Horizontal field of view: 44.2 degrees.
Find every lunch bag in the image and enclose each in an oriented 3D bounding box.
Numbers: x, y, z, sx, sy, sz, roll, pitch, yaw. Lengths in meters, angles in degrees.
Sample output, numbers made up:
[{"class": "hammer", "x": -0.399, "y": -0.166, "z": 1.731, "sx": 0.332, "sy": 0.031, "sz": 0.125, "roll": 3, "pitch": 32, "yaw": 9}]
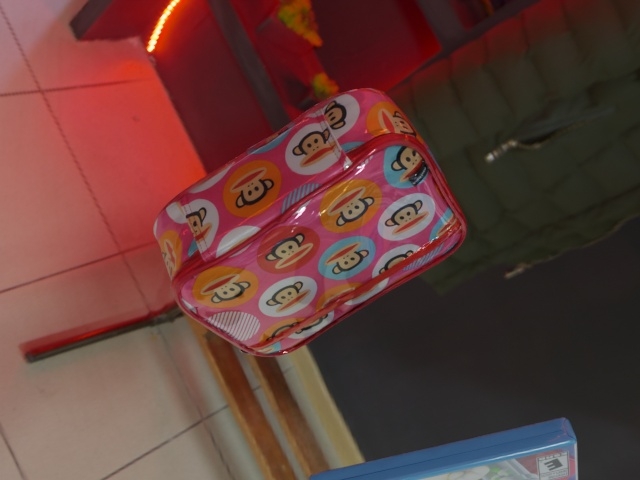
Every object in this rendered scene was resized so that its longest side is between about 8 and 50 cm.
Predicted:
[{"class": "lunch bag", "x": 0.000, "y": 0.000, "z": 0.839, "sx": 0.258, "sy": 0.293, "sz": 0.120, "roll": 47, "pitch": 13, "yaw": -52}]

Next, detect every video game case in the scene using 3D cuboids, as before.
[{"class": "video game case", "x": 0.071, "y": 0.153, "z": 0.398, "sx": 0.015, "sy": 0.119, "sz": 0.166, "roll": -100, "pitch": 174, "yaw": -48}]
